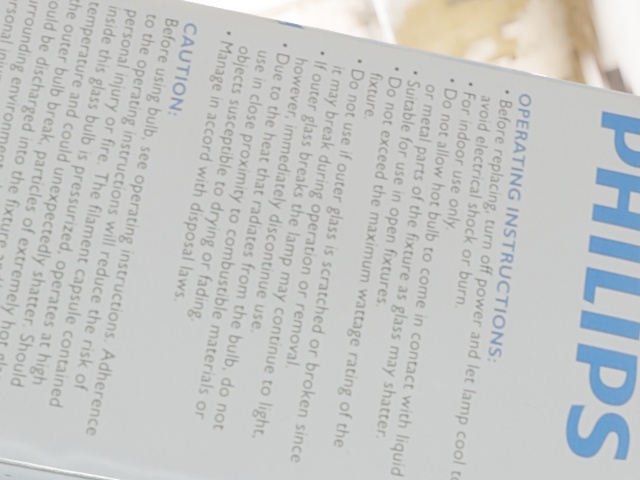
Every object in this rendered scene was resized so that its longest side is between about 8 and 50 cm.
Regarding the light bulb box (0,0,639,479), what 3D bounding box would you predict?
[{"bbox_3d":[-0.051,0.052,0.961,0.358,0.361,0.225,125,155,-72],"label":"light bulb box"}]
